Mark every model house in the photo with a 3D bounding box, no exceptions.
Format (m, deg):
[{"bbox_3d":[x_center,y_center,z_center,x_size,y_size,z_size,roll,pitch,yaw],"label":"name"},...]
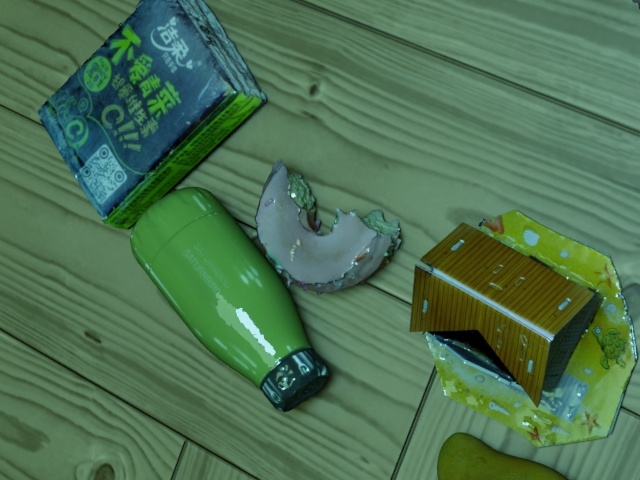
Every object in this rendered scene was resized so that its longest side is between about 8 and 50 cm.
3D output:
[{"bbox_3d":[0.185,0.090,1.487,0.219,0.136,0.207,32,103,27],"label":"model house"}]

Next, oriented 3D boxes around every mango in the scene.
[{"bbox_3d":[0.181,0.254,1.515,0.184,0.085,0.102,28,102,33],"label":"mango"}]

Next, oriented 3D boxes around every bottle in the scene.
[{"bbox_3d":[-0.092,0.066,1.661,0.112,0.112,0.260,-48,67,20],"label":"bottle"}]

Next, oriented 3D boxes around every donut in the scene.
[{"bbox_3d":[0.000,0.000,1.637,0.166,0.065,0.117,35,104,27],"label":"donut"}]

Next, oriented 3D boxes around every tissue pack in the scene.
[{"bbox_3d":[-0.193,-0.150,1.748,0.235,0.073,0.173,-42,70,22],"label":"tissue pack"}]

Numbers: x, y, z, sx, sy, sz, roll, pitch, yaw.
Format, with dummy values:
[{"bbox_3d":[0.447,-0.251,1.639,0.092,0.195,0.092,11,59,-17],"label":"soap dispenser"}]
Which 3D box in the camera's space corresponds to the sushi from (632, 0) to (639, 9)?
[{"bbox_3d":[0.400,-0.274,1.354,0.236,0.171,0.270,27,97,28],"label":"sushi"}]
